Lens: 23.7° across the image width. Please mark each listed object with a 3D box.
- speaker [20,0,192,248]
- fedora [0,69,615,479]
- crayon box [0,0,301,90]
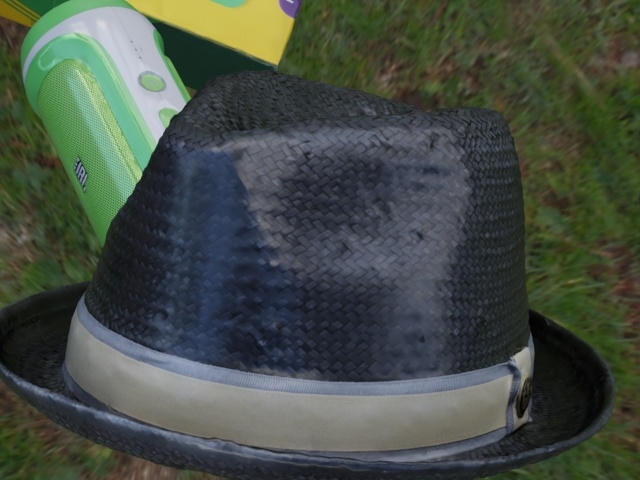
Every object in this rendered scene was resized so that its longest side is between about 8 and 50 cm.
[{"bbox_3d":[-0.141,-0.058,1.231,0.131,0.131,0.296,-26,62,-7],"label":"speaker"},{"bbox_3d":[0.000,0.000,0.752,0.334,0.334,0.152,6,101,-5],"label":"fedora"},{"bbox_3d":[-0.144,-0.346,1.490,0.313,0.106,0.363,20,64,-5],"label":"crayon box"}]
